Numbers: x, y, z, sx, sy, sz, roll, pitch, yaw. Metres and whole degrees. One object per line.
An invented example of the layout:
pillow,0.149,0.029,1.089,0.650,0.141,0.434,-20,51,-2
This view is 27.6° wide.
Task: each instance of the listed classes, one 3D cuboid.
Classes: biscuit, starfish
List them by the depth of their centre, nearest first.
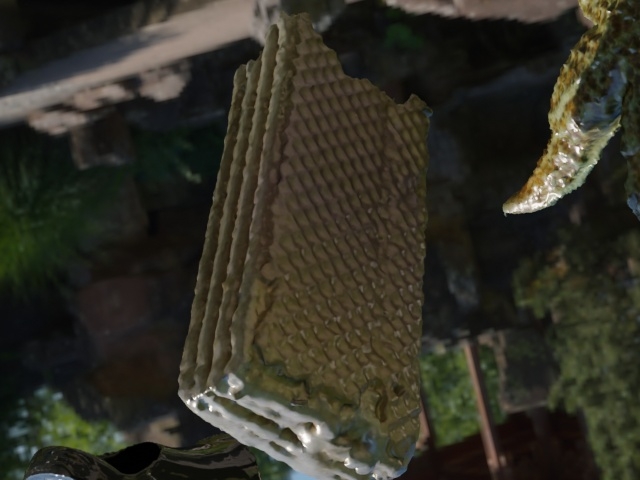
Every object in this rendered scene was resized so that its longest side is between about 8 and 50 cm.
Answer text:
biscuit,0.000,0.000,0.633,0.108,0.239,0.062,32,134,-27
starfish,0.191,-0.127,0.762,0.078,0.358,0.347,-5,137,-38

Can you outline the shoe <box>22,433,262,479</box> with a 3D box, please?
shoe,-0.073,0.169,0.805,0.108,0.241,0.093,-11,-133,47
